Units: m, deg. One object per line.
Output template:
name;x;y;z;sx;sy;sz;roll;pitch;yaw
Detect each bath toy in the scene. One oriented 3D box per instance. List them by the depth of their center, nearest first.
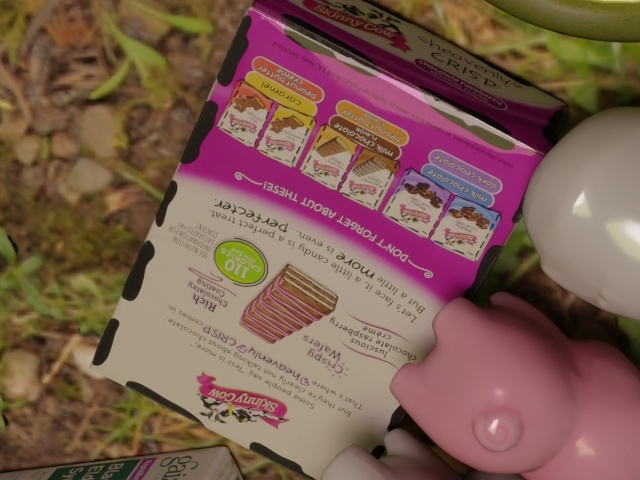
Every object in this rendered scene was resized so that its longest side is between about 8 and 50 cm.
bath toy;0.103;0.100;0.832;0.129;0.151;0.348;42;116;24

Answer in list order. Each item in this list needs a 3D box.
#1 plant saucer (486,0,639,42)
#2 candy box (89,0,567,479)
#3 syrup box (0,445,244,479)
plant saucer;0.130;-0.193;0.752;0.241;0.037;0.241;7;118;13
candy box;0.000;0.000;0.873;0.159;0.071;0.233;28;121;0
syrup box;-0.157;0.192;1.011;0.237;0.093;0.096;-10;113;22
